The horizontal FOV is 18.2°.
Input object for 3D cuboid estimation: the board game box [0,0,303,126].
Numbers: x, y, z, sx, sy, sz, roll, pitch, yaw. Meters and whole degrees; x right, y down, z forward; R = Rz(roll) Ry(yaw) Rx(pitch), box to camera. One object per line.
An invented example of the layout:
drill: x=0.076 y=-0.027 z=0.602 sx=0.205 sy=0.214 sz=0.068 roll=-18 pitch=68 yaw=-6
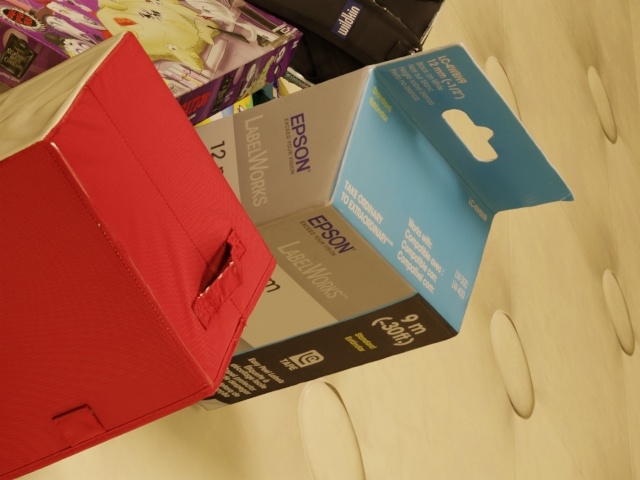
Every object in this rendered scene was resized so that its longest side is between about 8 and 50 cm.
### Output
board game box: x=-0.157 y=-0.163 z=1.517 sx=0.056 sy=0.208 sz=0.347 roll=-67 pitch=171 yaw=20

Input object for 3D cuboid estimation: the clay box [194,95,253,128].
clay box: x=-0.113 y=-0.128 z=1.776 sx=0.222 sy=0.053 sz=0.127 roll=38 pitch=40 yaw=-57

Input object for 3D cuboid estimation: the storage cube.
storage cube: x=-0.172 y=0.012 z=1.290 sx=0.193 sy=0.215 sz=0.184 roll=59 pitch=24 yaw=-19

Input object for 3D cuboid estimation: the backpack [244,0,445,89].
backpack: x=-0.018 y=-0.264 z=1.862 sx=0.253 sy=0.225 sz=0.191 roll=25 pitch=3 yaw=-26

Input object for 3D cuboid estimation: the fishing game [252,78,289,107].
fishing game: x=-0.031 y=-0.087 z=1.946 sx=0.189 sy=0.041 sz=0.264 roll=59 pitch=17 yaw=-46

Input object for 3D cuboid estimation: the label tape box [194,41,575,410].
label tape box: x=0.000 y=0.000 z=1.541 sx=0.249 sy=0.347 sz=0.115 roll=45 pitch=35 yaw=-53
